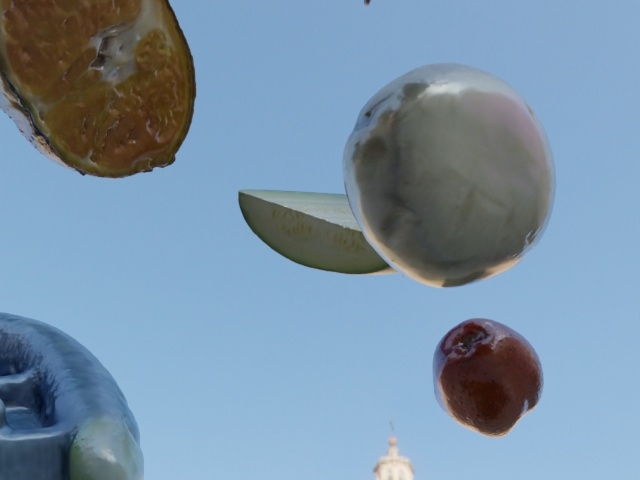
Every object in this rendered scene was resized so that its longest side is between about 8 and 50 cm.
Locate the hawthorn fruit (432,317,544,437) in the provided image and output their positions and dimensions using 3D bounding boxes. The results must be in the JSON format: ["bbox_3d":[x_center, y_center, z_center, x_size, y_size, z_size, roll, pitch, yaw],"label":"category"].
[{"bbox_3d":[0.256,0.210,1.251,0.189,0.189,0.189,1,-51,2],"label":"hawthorn fruit"}]

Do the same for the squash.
[{"bbox_3d":[0.000,0.000,1.444,0.288,0.203,0.111,1,-60,-11],"label":"squash"}]

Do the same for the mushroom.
[{"bbox_3d":[0.196,-0.072,1.143,0.315,0.315,0.356,-18,-38,16],"label":"mushroom"}]

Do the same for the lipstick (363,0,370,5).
[{"bbox_3d":[0.090,-0.460,1.433,0.025,0.025,0.107,17,-32,5],"label":"lipstick"}]

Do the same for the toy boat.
[{"bbox_3d":[-0.256,0.111,0.597,0.215,0.330,0.123,-3,-79,-27],"label":"toy boat"}]

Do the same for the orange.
[{"bbox_3d":[-0.281,-0.237,0.953,0.274,0.274,0.310,8,-30,-4],"label":"orange"}]
